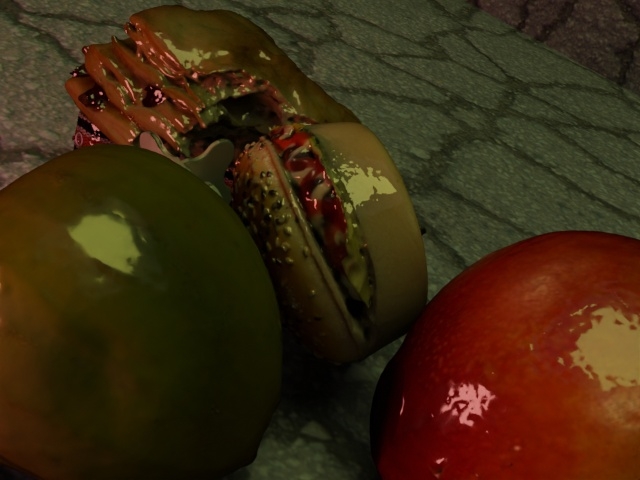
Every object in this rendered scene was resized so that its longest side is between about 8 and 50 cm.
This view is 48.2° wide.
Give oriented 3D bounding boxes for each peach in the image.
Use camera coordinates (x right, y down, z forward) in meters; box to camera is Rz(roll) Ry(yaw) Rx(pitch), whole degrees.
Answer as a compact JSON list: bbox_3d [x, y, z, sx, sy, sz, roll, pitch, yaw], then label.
[{"bbox_3d":[0.234,0.176,0.712,0.389,0.388,0.388,13,35,-9],"label":"peach"}]

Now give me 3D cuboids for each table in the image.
[{"bbox_3d":[-0.176,-0.028,0.908,0.167,0.198,0.166,5,45,-5],"label":"table"}]

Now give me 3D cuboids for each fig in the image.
[{"bbox_3d":[-0.186,0.084,0.675,0.344,0.343,0.343,13,35,-9],"label":"fig"}]

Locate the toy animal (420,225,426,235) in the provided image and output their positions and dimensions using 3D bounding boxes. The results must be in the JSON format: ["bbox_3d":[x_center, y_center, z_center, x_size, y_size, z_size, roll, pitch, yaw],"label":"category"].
[{"bbox_3d":[0.053,0.020,1.045,0.101,0.103,0.219,48,57,3],"label":"toy animal"}]

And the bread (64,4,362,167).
[{"bbox_3d":[-0.138,-0.213,1.045,0.370,0.191,0.314,33,32,19],"label":"bread"}]

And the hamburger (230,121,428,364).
[{"bbox_3d":[0.000,0.000,0.826,0.176,0.300,0.300,-20,46,-10],"label":"hamburger"}]

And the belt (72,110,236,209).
[{"bbox_3d":[-0.209,-0.119,1.130,0.360,0.094,0.126,17,31,-6],"label":"belt"}]
